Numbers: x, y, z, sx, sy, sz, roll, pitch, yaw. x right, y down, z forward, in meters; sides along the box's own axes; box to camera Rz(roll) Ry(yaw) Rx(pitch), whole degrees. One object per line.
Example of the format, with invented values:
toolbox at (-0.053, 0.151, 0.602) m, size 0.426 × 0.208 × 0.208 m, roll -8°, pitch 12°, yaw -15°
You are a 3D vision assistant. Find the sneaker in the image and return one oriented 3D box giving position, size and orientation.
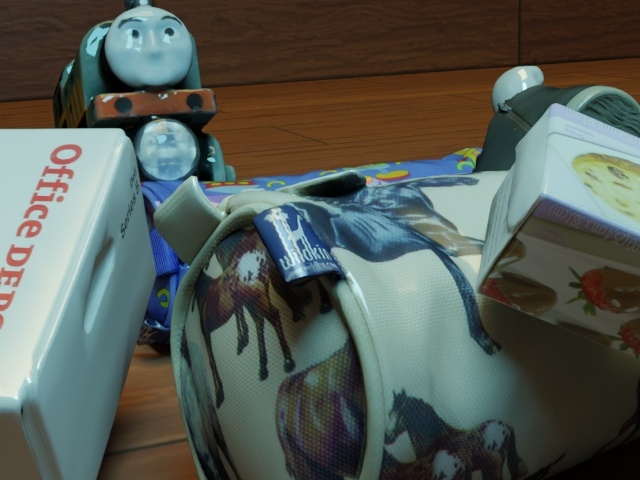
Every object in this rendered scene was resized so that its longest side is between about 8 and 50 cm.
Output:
sneaker at (0.127, -0.014, 0.778) m, size 0.083 × 0.222 × 0.118 m, roll 41°, pitch -1°, yaw -18°

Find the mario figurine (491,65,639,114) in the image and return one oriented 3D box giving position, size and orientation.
mario figurine at (0.250, -0.060, 0.920) m, size 0.170 × 0.198 × 0.320 m, roll -19°, pitch 17°, yaw 6°

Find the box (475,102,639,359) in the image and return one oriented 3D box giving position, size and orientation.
box at (0.224, 0.042, 0.455) m, size 0.324 × 0.063 × 0.067 m, roll 23°, pitch 45°, yaw -3°

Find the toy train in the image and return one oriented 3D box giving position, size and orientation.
toy train at (-0.172, -0.090, 0.982) m, size 0.142 × 0.190 × 0.334 m, roll -7°, pitch -5°, yaw -18°

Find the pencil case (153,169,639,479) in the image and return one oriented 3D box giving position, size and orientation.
pencil case at (0.123, 0.023, 0.589) m, size 0.410 × 0.183 × 0.160 m, roll -12°, pitch -10°, yaw -34°

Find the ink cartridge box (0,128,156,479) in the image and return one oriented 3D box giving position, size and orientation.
ink cartridge box at (-0.239, 0.041, 0.565) m, size 0.273 × 0.114 × 0.198 m, roll 1°, pitch 42°, yaw 6°

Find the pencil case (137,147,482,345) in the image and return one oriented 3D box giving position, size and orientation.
pencil case at (0.000, 0.000, 0.836) m, size 0.306 × 0.119 × 0.133 m, roll -7°, pitch -4°, yaw -21°
